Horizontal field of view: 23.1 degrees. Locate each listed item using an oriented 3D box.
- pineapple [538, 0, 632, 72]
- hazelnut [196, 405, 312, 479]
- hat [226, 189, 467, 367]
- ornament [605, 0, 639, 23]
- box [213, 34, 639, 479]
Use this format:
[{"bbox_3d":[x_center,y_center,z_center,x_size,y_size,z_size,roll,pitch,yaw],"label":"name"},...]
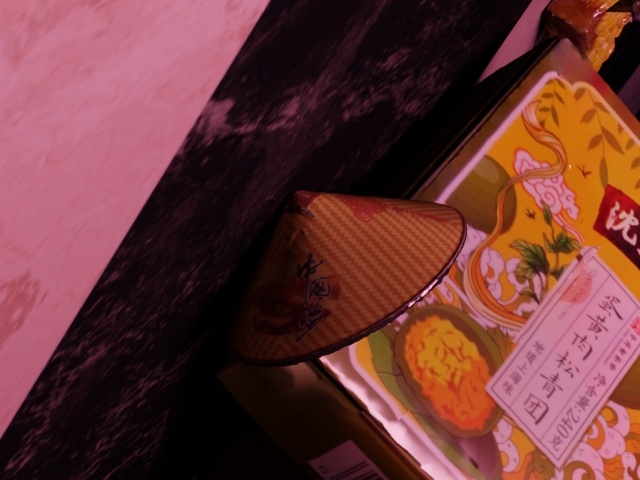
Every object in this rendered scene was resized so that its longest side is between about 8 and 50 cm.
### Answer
[{"bbox_3d":[0.256,-0.225,1.513,0.116,0.069,0.137,-28,146,-54],"label":"pineapple"},{"bbox_3d":[0.060,0.286,1.472,0.421,0.353,0.420,3,90,-85],"label":"hazelnut"},{"bbox_3d":[0.000,0.000,1.105,0.193,0.082,0.193,-27,-158,12],"label":"hat"},{"bbox_3d":[0.226,-0.187,1.114,0.081,0.203,0.088,-31,160,-44],"label":"ornament"},{"bbox_3d":[0.179,0.095,1.295,0.420,0.373,0.138,-46,-173,-32],"label":"box"}]
